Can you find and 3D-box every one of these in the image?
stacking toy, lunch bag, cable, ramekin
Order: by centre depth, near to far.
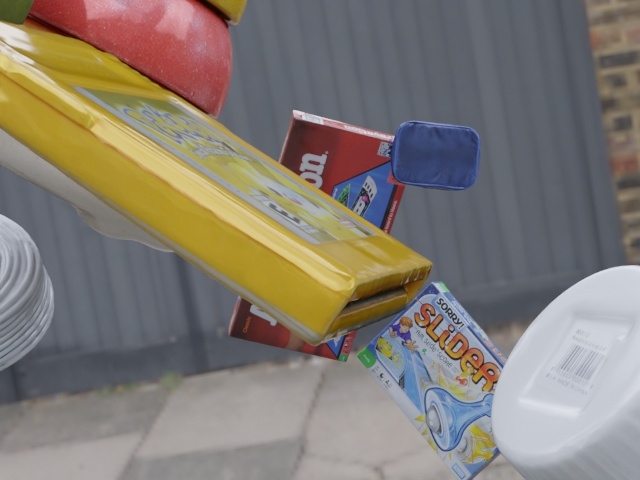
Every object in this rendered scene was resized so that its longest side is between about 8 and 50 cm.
[{"bbox_3d":[0.114,-0.086,1.592,0.098,0.067,0.065,8,1,3],"label":"lunch bag"},{"bbox_3d":[0.305,0.159,1.606,0.277,0.135,0.277,-43,23,23],"label":"ramekin"},{"bbox_3d":[-0.183,-0.257,1.646,0.350,0.480,0.350,30,-2,1],"label":"stacking toy"},{"bbox_3d":[-0.433,0.055,1.750,0.257,0.089,0.257,-16,43,-19],"label":"cable"}]

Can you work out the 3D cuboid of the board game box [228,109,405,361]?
[{"bbox_3d":[0.000,0.000,1.767,0.145,0.281,0.027,13,24,-9],"label":"board game box"}]

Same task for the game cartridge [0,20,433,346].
[{"bbox_3d":[-0.088,-0.049,1.052,0.323,0.053,0.285,35,9,10],"label":"game cartridge"}]

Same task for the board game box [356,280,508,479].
[{"bbox_3d":[0.156,0.167,1.842,0.136,0.201,0.035,-46,-18,18],"label":"board game box"}]

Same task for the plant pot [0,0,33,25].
[{"bbox_3d":[-0.404,-0.287,1.411,0.293,0.275,0.275,21,-5,-25],"label":"plant pot"}]
